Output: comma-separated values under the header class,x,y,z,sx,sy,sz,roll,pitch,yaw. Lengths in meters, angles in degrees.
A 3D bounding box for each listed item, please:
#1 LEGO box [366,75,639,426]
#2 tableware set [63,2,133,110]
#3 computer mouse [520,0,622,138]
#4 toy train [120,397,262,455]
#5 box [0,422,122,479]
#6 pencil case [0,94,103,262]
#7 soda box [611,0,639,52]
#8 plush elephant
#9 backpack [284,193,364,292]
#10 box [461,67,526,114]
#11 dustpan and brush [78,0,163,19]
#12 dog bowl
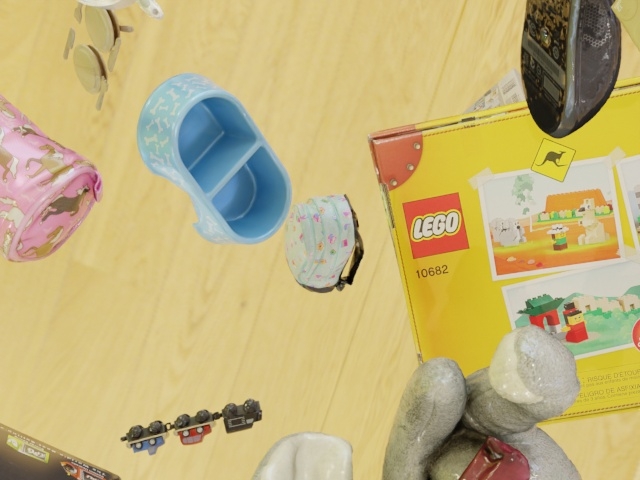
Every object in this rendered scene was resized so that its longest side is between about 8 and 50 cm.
class,x,y,z,sx,sy,sz,roll,pitch,yaw
LEGO box,0.342,0.002,1.353,0.500,0.193,0.372,-11,94,10
tableware set,-0.362,-0.319,1.870,0.039,0.194,0.128,-24,71,-33
computer mouse,0.250,-0.218,1.077,0.072,0.188,0.272,-13,134,-12
toy train,-0.140,0.206,1.243,0.158,0.027,0.036,-13,85,0
box,-0.306,0.152,0.691,0.395,0.318,0.097,28,91,-12
pencil case,-0.459,-0.133,1.458,0.386,0.160,0.167,39,107,13
soda box,0.309,-0.225,0.889,0.058,0.181,0.061,-5,58,-30
plush elephant,0.092,0.249,0.907,0.255,0.330,0.272,-41,104,-29
backpack,0.000,0.000,1.906,0.115,0.182,0.152,-15,70,-20
box,0.218,-0.143,1.575,0.186,0.145,0.038,-40,110,20
dustpan and brush,-0.287,-0.381,1.680,0.147,0.060,0.211,-48,68,5
dog bowl,-0.145,-0.110,1.677,0.166,0.074,0.297,-49,130,-19
